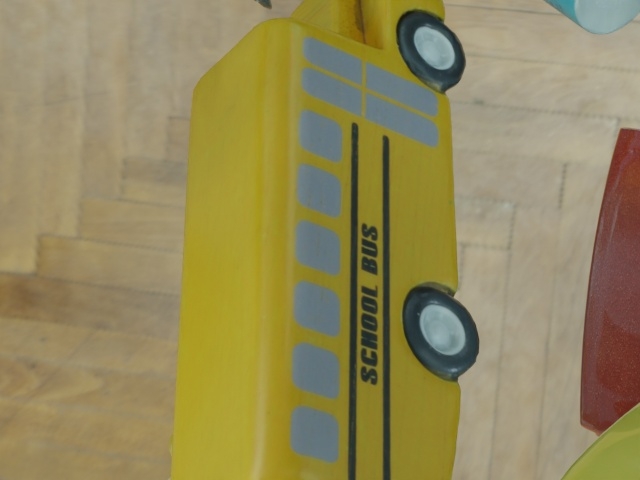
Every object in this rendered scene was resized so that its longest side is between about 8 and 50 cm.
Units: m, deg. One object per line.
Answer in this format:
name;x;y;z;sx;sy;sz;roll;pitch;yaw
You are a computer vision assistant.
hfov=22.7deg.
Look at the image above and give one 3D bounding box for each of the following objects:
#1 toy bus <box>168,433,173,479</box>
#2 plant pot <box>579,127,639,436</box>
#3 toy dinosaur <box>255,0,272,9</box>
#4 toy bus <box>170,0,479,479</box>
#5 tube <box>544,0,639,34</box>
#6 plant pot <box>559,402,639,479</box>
toy bus;-0.071;0.179;1.291;0.104;0.191;0.202;-36;104;-17
plant pot;0.351;0.082;1.198;0.267;0.267;0.236;24;87;-24
toy dinosaur;-0.047;-0.271;1.290;0.164;0.218;0.322;-9;93;-4
toy bus;0.000;0.000;0.853;0.108;0.130;0.333;-37;44;46
tube;0.117;-0.188;0.960;0.207;0.080;0.052;47;130;48
plant pot;0.192;0.154;0.363;0.254;0.239;0.254;0;89;-25
